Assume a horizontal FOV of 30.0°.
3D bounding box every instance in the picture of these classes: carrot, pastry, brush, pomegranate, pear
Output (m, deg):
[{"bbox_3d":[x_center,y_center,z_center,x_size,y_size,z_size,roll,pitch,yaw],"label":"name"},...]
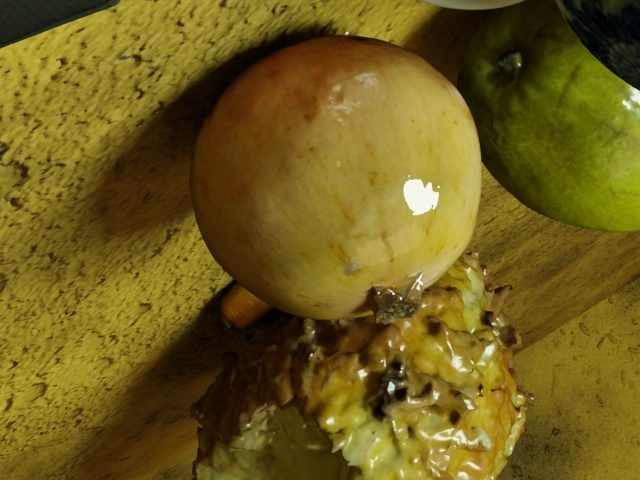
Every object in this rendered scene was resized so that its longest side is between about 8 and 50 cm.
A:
[{"bbox_3d":[0.000,0.000,1.103,0.248,0.043,0.043,-40,162,16],"label":"carrot"},{"bbox_3d":[0.047,0.161,1.206,0.337,0.292,0.405,-44,173,-41],"label":"pastry"},{"bbox_3d":[-0.170,-0.096,0.551,0.193,0.016,0.063,-26,161,-24],"label":"brush"},{"bbox_3d":[0.012,-0.038,0.767,0.191,0.191,0.191,-31,163,-10],"label":"pomegranate"},{"bbox_3d":[0.216,-0.109,0.906,0.269,0.212,0.212,15,132,-46],"label":"pear"}]

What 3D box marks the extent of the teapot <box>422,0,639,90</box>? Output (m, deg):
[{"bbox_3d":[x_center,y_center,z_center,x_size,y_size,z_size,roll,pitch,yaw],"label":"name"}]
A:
[{"bbox_3d":[0.246,-0.180,0.678,0.424,0.252,0.280,-2,163,8],"label":"teapot"}]
